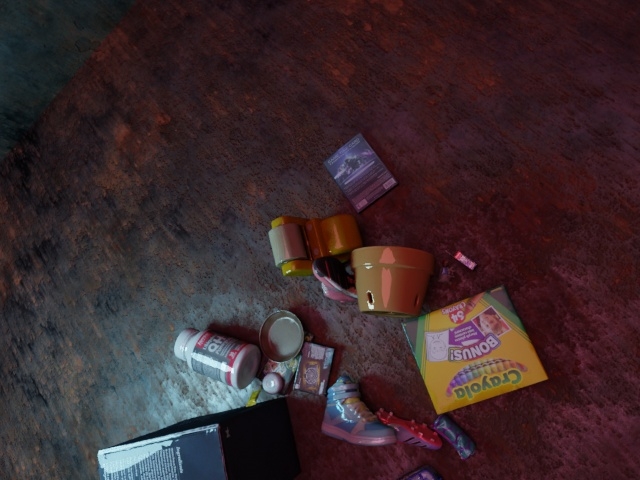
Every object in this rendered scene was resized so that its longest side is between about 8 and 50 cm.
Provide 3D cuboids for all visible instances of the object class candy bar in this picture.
[{"bbox_3d":[-0.247,0.586,1.740,0.040,0.161,0.018,-18,94,6],"label":"candy bar"}]

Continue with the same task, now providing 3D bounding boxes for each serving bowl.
[{"bbox_3d":[-0.188,0.551,1.760,0.083,0.027,0.083,-4,79,19],"label":"serving bowl"}]

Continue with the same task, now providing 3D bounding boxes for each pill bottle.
[{"bbox_3d":[-0.412,0.454,1.813,0.318,0.176,0.176,14,85,22],"label":"pill bottle"}]

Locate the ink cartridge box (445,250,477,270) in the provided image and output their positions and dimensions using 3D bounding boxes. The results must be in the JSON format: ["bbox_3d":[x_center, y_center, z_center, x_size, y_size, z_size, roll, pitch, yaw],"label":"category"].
[{"bbox_3d":[0.494,0.062,1.604,0.115,0.063,0.029,39,96,22],"label":"ink cartridge box"}]

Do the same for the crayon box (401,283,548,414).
[{"bbox_3d":[0.501,0.360,1.522,0.363,0.106,0.313,-25,72,15],"label":"crayon box"}]

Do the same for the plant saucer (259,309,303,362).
[{"bbox_3d":[-0.145,0.371,1.770,0.198,0.036,0.199,-7,75,25],"label":"plant saucer"}]

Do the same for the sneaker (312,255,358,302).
[{"bbox_3d":[0.050,0.162,1.631,0.136,0.314,0.116,-27,52,25],"label":"sneaker"}]

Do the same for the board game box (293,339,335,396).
[{"bbox_3d":[-0.023,0.483,1.726,0.126,0.026,0.186,12,87,11],"label":"board game box"}]

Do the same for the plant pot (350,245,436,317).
[{"bbox_3d":[0.238,0.150,1.554,0.291,0.291,0.203,1,75,21],"label":"plant pot"}]

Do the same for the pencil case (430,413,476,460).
[{"bbox_3d":[0.440,0.648,1.512,0.070,0.064,0.151,-31,62,-32],"label":"pencil case"}]

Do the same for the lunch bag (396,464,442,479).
[{"bbox_3d":[0.347,0.868,1.496,0.176,0.090,0.219,-33,71,9],"label":"lunch bag"}]

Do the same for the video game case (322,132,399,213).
[{"bbox_3d":[0.155,-0.269,1.818,0.196,0.026,0.274,-37,69,11],"label":"video game case"}]

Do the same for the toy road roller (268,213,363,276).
[{"bbox_3d":[0.000,0.000,1.666,0.240,0.329,0.202,-28,69,37],"label":"toy road roller"}]

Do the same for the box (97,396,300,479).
[{"bbox_3d":[-0.393,0.768,1.583,0.471,0.480,0.297,-21,75,17],"label":"box"}]

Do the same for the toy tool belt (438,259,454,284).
[{"bbox_3d":[0.452,0.114,1.625,0.051,0.052,0.083,13,88,-9],"label":"toy tool belt"}]

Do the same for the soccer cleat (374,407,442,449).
[{"bbox_3d":[0.290,0.663,1.567,0.248,0.083,0.095,16,101,23],"label":"soccer cleat"}]

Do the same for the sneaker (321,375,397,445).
[{"bbox_3d":[0.127,0.577,1.570,0.319,0.127,0.208,-9,72,45],"label":"sneaker"}]

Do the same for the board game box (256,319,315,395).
[{"bbox_3d":[-0.137,0.456,1.789,0.136,0.030,0.260,28,91,25],"label":"board game box"}]
